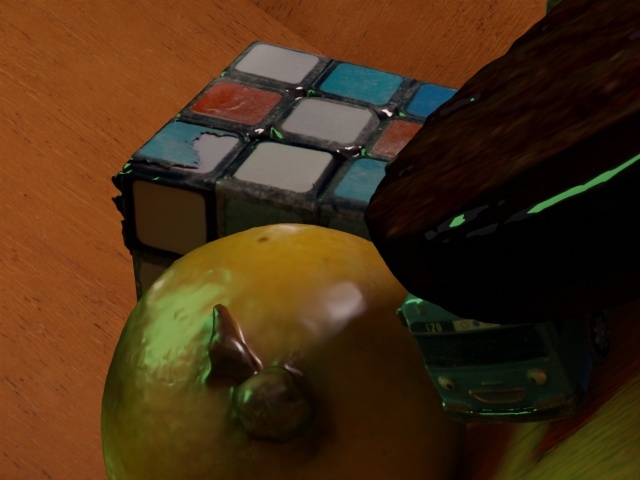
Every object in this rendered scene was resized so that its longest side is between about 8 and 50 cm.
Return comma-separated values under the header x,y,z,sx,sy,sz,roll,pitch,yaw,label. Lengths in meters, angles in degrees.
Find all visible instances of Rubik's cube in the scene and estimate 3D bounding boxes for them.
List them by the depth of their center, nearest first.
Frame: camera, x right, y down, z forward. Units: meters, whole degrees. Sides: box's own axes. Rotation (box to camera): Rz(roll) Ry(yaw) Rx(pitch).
x,y,z,sx,sy,sz,roll,pitch,yaw,label
0.000,0.000,1.287,0.359,0.363,0.362,-58,-25,-54,Rubik's cube

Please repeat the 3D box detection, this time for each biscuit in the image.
x,y,z,sx,sy,sz,roll,pitch,yaw,label
0.209,-0.094,0.595,0.407,0.091,0.407,-35,14,10,biscuit

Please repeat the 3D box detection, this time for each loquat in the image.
x,y,z,sx,sy,sz,roll,pitch,yaw,label
-0.030,0.141,0.912,0.328,0.328,0.359,-54,-6,-9,loquat

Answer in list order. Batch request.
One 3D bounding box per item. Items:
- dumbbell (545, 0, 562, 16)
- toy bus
x,y,z,sx,sy,sz,roll,pitch,yaw,label
0.484,-0.415,1.603,0.406,0.179,0.179,-53,-1,-27,dumbbell
0.153,0.014,0.793,0.116,0.134,0.234,-9,35,35,toy bus
